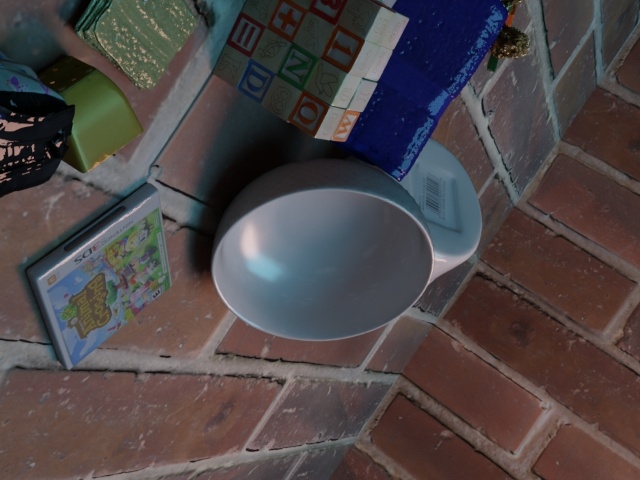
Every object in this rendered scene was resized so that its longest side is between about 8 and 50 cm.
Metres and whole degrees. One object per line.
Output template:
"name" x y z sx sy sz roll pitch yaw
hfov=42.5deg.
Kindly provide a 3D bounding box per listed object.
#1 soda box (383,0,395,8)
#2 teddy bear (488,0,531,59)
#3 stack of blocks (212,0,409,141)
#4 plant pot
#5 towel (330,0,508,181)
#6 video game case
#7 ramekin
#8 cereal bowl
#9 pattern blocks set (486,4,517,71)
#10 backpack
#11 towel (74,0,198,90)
"soda box" 0.124 -0.456 1.084 0.286 0.098 0.091 -56 159 0
"teddy bear" 0.275 -0.408 1.311 0.113 0.245 0.338 -17 138 -19
"stack of blocks" 0.015 -0.291 0.995 0.087 0.171 0.297 -6 127 -63
"plant pot" -0.242 -0.133 0.820 0.081 0.081 0.083 -43 143 -28
"towel" 0.107 -0.270 1.206 0.308 0.227 0.076 -56 -163 7
"video game case" -0.278 0.051 1.076 0.193 0.023 0.212 -42 155 -31
"ramekin" 0.159 -0.055 1.454 0.135 0.277 0.277 -29 -178 44
"cereal bowl" 0.000 0.000 1.278 0.141 0.338 0.339 -95 -167 -45
"pattern blocks set" 0.355 -0.475 1.501 0.285 0.026 0.325 -63 167 -59
"backpack" -0.300 -0.099 0.694 0.182 0.115 0.152 -22 152 -56
"towel" -0.189 -0.227 0.858 0.110 0.027 0.148 -55 157 -2
